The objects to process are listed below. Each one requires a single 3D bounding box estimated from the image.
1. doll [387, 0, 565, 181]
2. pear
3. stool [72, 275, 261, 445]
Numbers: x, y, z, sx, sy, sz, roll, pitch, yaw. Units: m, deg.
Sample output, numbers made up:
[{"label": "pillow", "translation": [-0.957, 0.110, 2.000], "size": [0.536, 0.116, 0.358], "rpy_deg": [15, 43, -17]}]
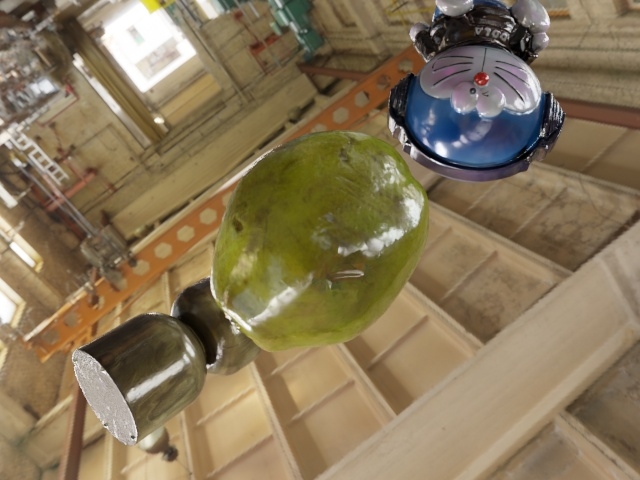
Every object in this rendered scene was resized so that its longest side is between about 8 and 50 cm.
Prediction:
[{"label": "doll", "translation": [0.257, -0.244, 1.019], "size": [0.284, 0.240, 0.310], "rpy_deg": [4, -115, 6]}, {"label": "pear", "translation": [0.000, 0.000, 0.802], "size": [0.321, 0.269, 0.269], "rpy_deg": [-36, -157, -19]}, {"label": "stool", "translation": [-0.254, 0.195, 1.030], "size": [0.179, 0.179, 0.264], "rpy_deg": [-7, -162, 47]}]
